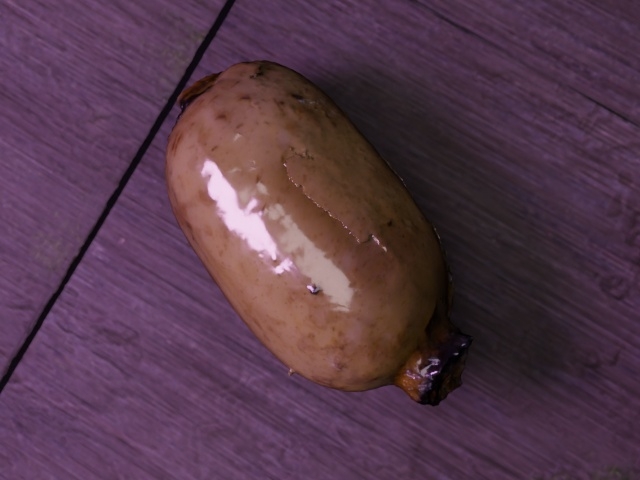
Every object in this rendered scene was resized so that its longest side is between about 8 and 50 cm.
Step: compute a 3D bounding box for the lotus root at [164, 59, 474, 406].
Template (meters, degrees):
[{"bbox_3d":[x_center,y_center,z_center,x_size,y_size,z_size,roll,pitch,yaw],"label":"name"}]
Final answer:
[{"bbox_3d":[0.000,0.000,0.922,0.160,0.146,0.284,-36,78,-32],"label":"lotus root"}]
